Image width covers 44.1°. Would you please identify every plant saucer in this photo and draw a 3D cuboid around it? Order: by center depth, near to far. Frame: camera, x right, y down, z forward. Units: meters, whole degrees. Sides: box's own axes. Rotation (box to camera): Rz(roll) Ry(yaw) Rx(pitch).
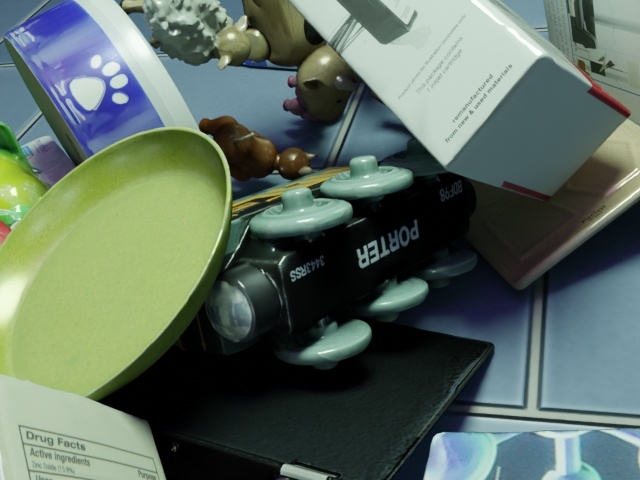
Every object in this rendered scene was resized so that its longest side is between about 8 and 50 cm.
[{"bbox_3d":[-0.153,0.022,0.559,0.241,0.037,0.240,-21,44,22],"label":"plant saucer"}]

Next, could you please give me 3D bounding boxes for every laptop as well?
[{"bbox_3d":[-0.114,0.207,0.603,0.382,0.236,0.407,8,72,26],"label":"laptop"}]

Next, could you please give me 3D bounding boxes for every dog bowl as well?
[{"bbox_3d":[-0.217,-0.121,0.838,0.104,0.264,0.265,-34,42,-15],"label":"dog bowl"}]

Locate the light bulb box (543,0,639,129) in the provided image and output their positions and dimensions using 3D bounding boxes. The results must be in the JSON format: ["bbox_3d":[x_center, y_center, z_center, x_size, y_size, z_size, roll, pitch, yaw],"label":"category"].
[{"bbox_3d":[0.458,-0.214,0.724,0.358,0.225,0.361,-25,30,-8],"label":"light bulb box"}]

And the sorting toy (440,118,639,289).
[{"bbox_3d":[0.220,-0.058,0.778,0.193,0.038,0.208,-38,36,3],"label":"sorting toy"}]

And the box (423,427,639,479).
[{"bbox_3d":[0.214,0.224,0.212,0.396,0.212,0.293,-12,40,35],"label":"box"}]

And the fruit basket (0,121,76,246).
[{"bbox_3d":[-0.380,0.019,0.803,0.327,0.165,0.353,-29,43,-19],"label":"fruit basket"}]

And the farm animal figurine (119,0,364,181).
[{"bbox_3d":[-0.016,-0.229,0.873,0.172,0.326,0.330,10,53,34],"label":"farm animal figurine"}]

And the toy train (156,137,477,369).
[{"bbox_3d":[0.000,0.000,0.682,0.190,0.142,0.334,2,19,38],"label":"toy train"}]

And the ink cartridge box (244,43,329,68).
[{"bbox_3d":[0.015,-0.322,1.184,0.311,0.065,0.185,9,43,29],"label":"ink cartridge box"}]

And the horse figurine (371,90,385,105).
[{"bbox_3d":[0.195,-0.201,0.975,0.263,0.066,0.174,-30,36,-21],"label":"horse figurine"}]

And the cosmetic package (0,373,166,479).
[{"bbox_3d":[-0.130,0.232,0.373,0.129,0.153,0.296,-31,59,9],"label":"cosmetic package"}]

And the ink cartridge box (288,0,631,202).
[{"bbox_3d":[0.111,-0.174,0.702,0.114,0.197,0.272,-50,58,23],"label":"ink cartridge box"}]
